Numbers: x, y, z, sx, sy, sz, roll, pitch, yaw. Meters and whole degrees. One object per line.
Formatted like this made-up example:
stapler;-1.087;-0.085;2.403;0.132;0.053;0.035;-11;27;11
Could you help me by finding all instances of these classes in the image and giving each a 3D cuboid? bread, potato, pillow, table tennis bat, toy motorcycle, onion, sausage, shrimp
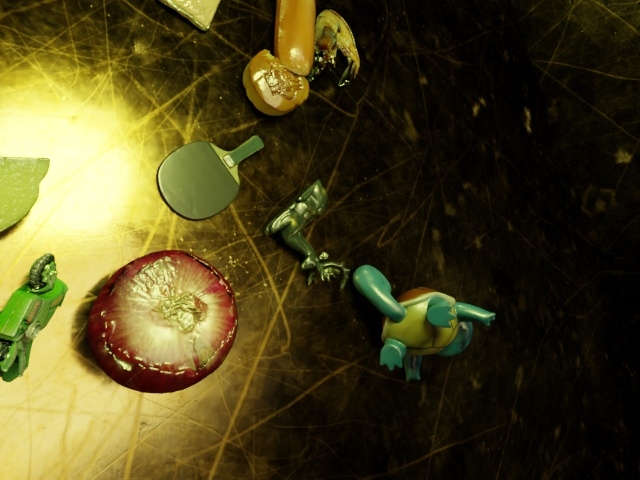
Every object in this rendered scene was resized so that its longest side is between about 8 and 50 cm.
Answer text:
bread;-0.111;-0.359;1.003;0.156;0.086;0.125;30;67;-27
potato;-0.496;-0.066;0.639;0.149;0.081;0.120;-13;106;-48
pillow;-0.276;-0.592;0.956;0.126;0.043;0.233;28;60;-37
table tennis bat;-0.222;-0.152;0.908;0.274;0.021;0.154;-44;108;-35
toy motorcycle;-0.432;0.112;0.621;0.074;0.106;0.190;20;70;-9
onion;-0.261;0.135;0.716;0.248;0.161;0.248;23;56;-39
sausage;-0.065;-0.537;1.077;0.105;0.105;0.275;13;72;-37
shrimp;0.041;-0.515;1.187;0.178;0.075;0.289;33;48;-32

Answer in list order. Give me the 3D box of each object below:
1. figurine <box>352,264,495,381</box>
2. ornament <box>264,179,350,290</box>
figurine;0.257;0.224;1.102;0.416;0.243;0.298;31;105;-27
ornament;0.000;0.000;1.017;0.236;0.080;0.202;51;56;-15
